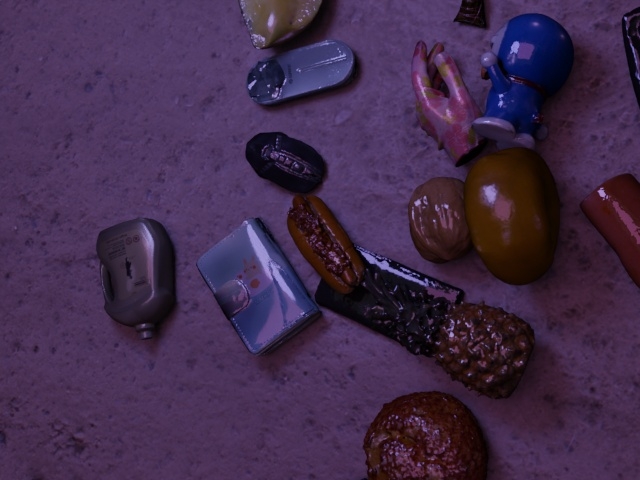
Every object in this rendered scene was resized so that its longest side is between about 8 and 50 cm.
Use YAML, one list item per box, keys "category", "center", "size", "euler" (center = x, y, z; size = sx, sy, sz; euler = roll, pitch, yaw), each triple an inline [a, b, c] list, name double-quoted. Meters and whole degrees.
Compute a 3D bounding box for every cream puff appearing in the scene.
- category: "cream puff"
  center: [0.185, 0.392, 1.732]
  size: [0.239, 0.164, 0.240]
  euler: [-2, 86, 26]

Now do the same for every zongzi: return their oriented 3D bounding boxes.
- category: "zongzi"
  center: [0.306, -0.472, 1.868]
  size: [0.067, 0.073, 0.083]
  euler: [17, 128, 23]

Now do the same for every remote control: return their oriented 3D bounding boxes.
- category: "remote control"
  center: [-0.041, -0.349, 1.981]
  size: [0.247, 0.052, 0.104]
  euler: [-11, 77, 20]

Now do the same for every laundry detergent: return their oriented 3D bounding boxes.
- category: "laundry detergent"
  center: [-0.397, 0.089, 2.040]
  size: [0.181, 0.091, 0.254]
  euler: [-15, 77, 20]

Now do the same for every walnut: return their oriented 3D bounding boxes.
- category: "walnut"
  center: [0.232, -0.040, 1.777]
  size: [0.166, 0.149, 0.167]
  euler: [-37, 48, 57]

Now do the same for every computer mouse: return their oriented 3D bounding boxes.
- category: "computer mouse"
  center: [-0.082, -0.169, 1.967]
  size: [0.192, 0.062, 0.106]
  euler: [27, 93, 24]

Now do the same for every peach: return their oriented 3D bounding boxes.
- category: "peach"
  center: [0.345, -0.045, 1.682]
  size: [0.153, 0.251, 0.251]
  euler: [-1, 82, 28]

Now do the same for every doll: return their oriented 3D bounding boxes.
- category: "doll"
  center: [0.369, -0.289, 1.747]
  size: [0.161, 0.215, 0.257]
  euler: [13, 75, 46]

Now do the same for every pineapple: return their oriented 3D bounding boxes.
- category: "pineapple"
  center: [0.213, 0.159, 1.725]
  size: [0.340, 0.169, 0.169]
  euler: [24, 92, 11]

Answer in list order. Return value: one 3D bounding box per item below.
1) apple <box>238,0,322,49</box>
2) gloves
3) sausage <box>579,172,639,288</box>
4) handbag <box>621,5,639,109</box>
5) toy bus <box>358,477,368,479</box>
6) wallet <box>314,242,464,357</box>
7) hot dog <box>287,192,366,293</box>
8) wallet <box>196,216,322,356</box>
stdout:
- category: "apple"
  center: [-0.081, -0.534, 1.993]
  size: [0.193, 0.120, 0.265]
  euler: [-19, 78, 5]
- category: "gloves"
  center: [0.232, -0.269, 1.811]
  size: [0.126, 0.145, 0.241]
  euler: [-35, 80, 12]
- category: "sausage"
  center: [0.572, 0.007, 1.657]
  size: [0.113, 0.113, 0.259]
  euler: [-37, 70, 13]
- category: "handbag"
  center: [0.677, -0.314, 1.674]
  size: [0.244, 0.088, 0.275]
  euler: [-17, 80, 21]
- category: "toy bus"
  center: [0.019, 0.534, 1.803]
  size: [0.184, 0.106, 0.090]
  euler: [-33, 69, 14]
- category: "wallet"
  center: [0.128, 0.110, 1.861]
  size: [0.285, 0.030, 0.146]
  euler: [24, 92, 23]
- category: "hot dog"
  center: [0.000, 0.000, 1.884]
  size: [0.102, 0.076, 0.249]
  euler: [-44, 57, 19]
- category: "wallet"
  center: [-0.130, 0.097, 1.942]
  size: [0.176, 0.075, 0.250]
  euler: [-37, 70, 9]
